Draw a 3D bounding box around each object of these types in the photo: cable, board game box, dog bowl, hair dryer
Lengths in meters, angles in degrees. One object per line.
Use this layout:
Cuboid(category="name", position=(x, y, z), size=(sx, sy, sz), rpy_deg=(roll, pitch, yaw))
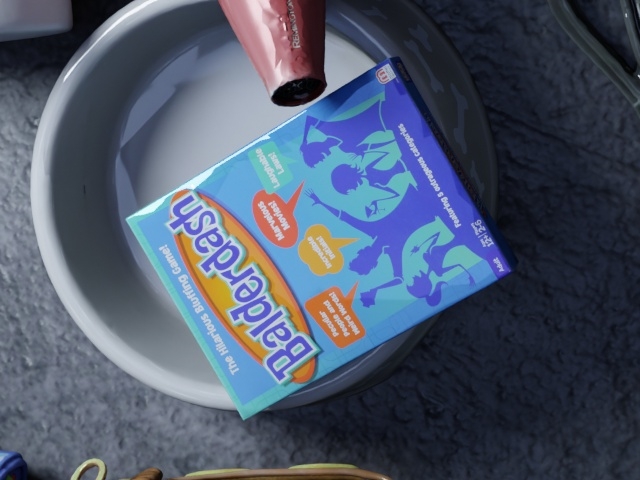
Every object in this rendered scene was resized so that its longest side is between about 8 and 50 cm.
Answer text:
Cuboid(category="cable", position=(0.253, -0.087, 0.996), size=(0.287, 0.072, 0.139), rpy_deg=(47, 122, 15))
Cuboid(category="board game box", position=(0.000, 0.000, 0.947), size=(0.210, 0.047, 0.160), rpy_deg=(-31, 91, 15))
Cuboid(category="dog bowl", position=(-0.049, -0.036, 1.030), size=(0.349, 0.102, 0.349), rpy_deg=(2, 98, 13))
Cuboid(category="hair dryer", position=(0.023, -0.212, 0.931), size=(0.223, 0.080, 0.293), rpy_deg=(24, 67, 10))

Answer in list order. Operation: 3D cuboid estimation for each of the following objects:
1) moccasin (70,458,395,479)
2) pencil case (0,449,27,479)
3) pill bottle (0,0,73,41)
Cuboid(category="moccasin", position=(-0.125, 0.221, 0.996), size=(0.380, 0.139, 0.147), rpy_deg=(-1, 135, -6))
Cuboid(category="pencil case", position=(-0.381, 0.184, 1.124), size=(0.306, 0.119, 0.133), rpy_deg=(18, 128, 9))
Cuboid(category="pill bottle", position=(-0.286, -0.331, 0.978), size=(0.224, 0.224, 0.392), rpy_deg=(-4, 96, 13))
